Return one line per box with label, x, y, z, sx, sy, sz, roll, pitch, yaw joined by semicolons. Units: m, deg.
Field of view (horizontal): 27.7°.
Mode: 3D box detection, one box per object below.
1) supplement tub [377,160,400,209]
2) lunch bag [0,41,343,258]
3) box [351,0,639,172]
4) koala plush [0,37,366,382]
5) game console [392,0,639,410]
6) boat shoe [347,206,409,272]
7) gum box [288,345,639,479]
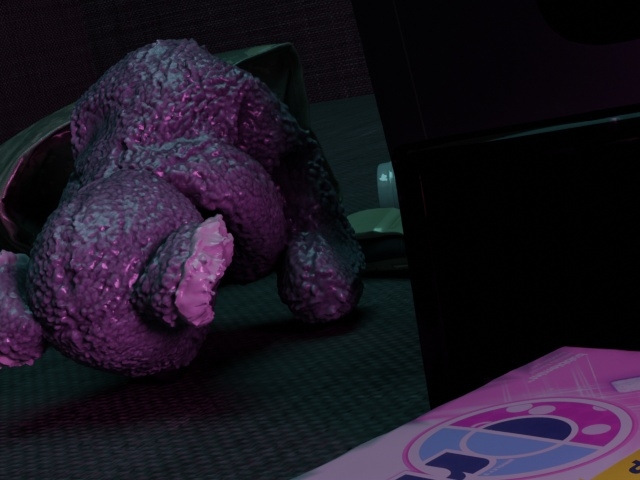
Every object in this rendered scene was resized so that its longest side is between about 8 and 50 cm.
supplement tub;0.104;-0.037;1.037;0.107;0.071;0.071;-10;10;11
lunch bag;-0.166;-0.048;1.093;0.287;0.169;0.235;-22;11;-25
box;0.188;-0.134;0.664;0.312;0.343;0.179;-1;19;44
koala plush;-0.104;0.002;0.776;0.196;0.203;0.221;-8;22;23
game console;0.121;-0.099;0.518;0.213;0.361;0.044;-9;1;23
boat shoe;0.071;0.002;0.930;0.137;0.043;0.049;-2;32;43
gum box;0.061;0.090;0.381;0.188;0.062;0.107;-19;12;-39
